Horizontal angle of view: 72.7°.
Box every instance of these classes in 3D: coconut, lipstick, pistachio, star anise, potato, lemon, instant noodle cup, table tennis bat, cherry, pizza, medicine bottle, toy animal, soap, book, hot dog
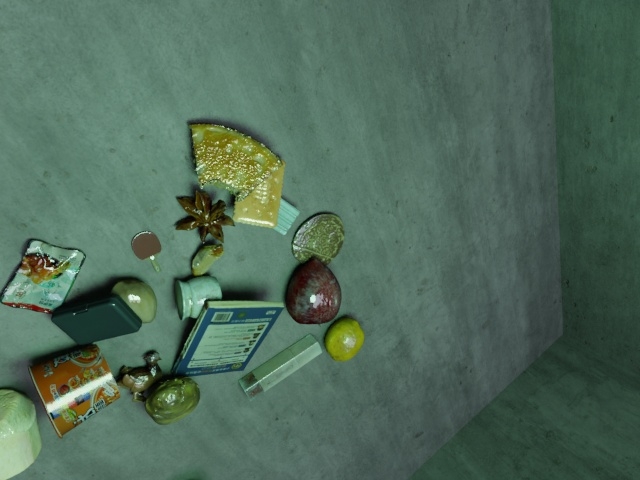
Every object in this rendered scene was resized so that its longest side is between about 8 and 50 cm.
[{"bbox_3d":[-0.980,0.601,1.305,0.239,0.239,0.244,-8,112,-30],"label":"coconut"},{"bbox_3d":[-0.170,0.546,1.888,0.371,0.080,0.076,-30,123,-18],"label":"lipstick"},{"bbox_3d":[-0.608,0.199,1.428,0.124,0.124,0.185,-29,123,-19],"label":"pistachio"},{"bbox_3d":[-0.385,-0.083,1.458,0.196,0.111,0.212,1,142,-13],"label":"star anise"},{"bbox_3d":[-0.535,0.574,1.578,0.191,0.141,0.296,-24,162,-23],"label":"potato"},{"bbox_3d":[0.107,0.450,1.971,0.170,0.170,0.207,37,91,-38],"label":"lemon"},{"bbox_3d":[-0.771,0.460,1.377,0.192,0.250,0.250,-24,122,-34],"label":"instant noodle cup"},{"bbox_3d":[-0.571,0.041,1.454,0.087,0.013,0.156,-28,121,-22],"label":"table tennis bat"},{"bbox_3d":[-0.026,0.220,1.765,0.230,0.203,0.300,-3,105,-18],"label":"cherry"},{"bbox_3d":[-0.294,-0.249,1.420,0.323,0.089,0.223,20,86,-17],"label":"pizza"},{"bbox_3d":[-0.433,0.202,1.527,0.143,0.147,0.147,-5,113,-28],"label":"medicine bottle"},{"bbox_3d":[-0.658,0.481,1.548,0.188,0.089,0.179,7,102,-35],"label":"toy animal"},{"bbox_3d":[-0.182,-0.115,1.601,0.198,0.063,0.114,36,90,-38],"label":"soap"},{"bbox_3d":[-0.347,0.372,1.620,0.300,0.039,0.428,6,131,-36],"label":"book"},{"bbox_3d":[-0.401,0.055,1.531,0.169,0.061,0.078,-41,134,18],"label":"hot dog"}]

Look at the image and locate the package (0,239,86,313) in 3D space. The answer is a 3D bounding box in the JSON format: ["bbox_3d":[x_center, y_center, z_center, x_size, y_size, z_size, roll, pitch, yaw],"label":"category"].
[{"bbox_3d":[-0.828,0.114,1.304,0.166,0.040,0.232,27,96,-38],"label":"package"}]

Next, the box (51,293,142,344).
[{"bbox_3d":[-0.698,0.251,1.364,0.230,0.050,0.160,-14,131,10],"label":"box"}]

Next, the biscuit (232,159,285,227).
[{"bbox_3d":[-0.210,-0.174,1.498,0.160,0.030,0.249,11,81,-15],"label":"biscuit"}]

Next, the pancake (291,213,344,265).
[{"bbox_3d":[0.000,0.000,1.789,0.250,0.031,0.250,-13,118,-27],"label":"pancake"}]
